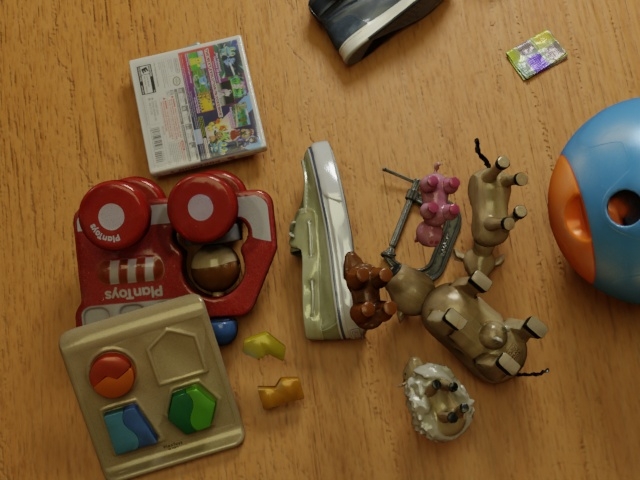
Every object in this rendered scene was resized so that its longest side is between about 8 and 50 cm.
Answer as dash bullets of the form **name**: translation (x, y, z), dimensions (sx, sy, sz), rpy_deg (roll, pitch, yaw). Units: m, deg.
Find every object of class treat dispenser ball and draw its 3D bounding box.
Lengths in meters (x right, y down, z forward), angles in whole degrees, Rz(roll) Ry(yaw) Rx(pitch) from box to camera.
- **treat dispenser ball**: translation (0.457, -0.054, 1.572), dimensions (0.288, 0.288, 0.288), rpy_deg (-1, 71, 4)

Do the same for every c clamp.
- **c clamp**: translation (0.139, -0.018, 1.727), dimensions (0.137, 0.022, 0.161), rpy_deg (16, 73, 2)

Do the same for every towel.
- **towel**: translation (0.340, -0.293, 1.810), dimensions (0.083, 0.009, 0.060), rpy_deg (-29, 73, -6)

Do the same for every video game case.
- **video game case**: translation (-0.192, -0.210, 1.787), dimensions (0.183, 0.023, 0.201), rpy_deg (-13, 70, 0)

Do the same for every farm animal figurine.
- **farm animal figurine**: translation (0.187, 0.071, 1.617), dimensions (0.330, 0.172, 0.327), rpy_deg (-33, 88, -19)

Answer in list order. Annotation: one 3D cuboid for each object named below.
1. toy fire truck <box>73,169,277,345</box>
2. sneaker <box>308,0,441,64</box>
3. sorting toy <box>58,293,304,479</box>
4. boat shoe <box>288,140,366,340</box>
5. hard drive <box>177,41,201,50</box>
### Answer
- **toy fire truck**: translation (-0.212, 0.030, 1.677), dimensions (0.302, 0.169, 0.254), rpy_deg (-4, 95, 3)
- **sneaker**: translation (0.087, -0.405, 1.825), dimensions (0.226, 0.086, 0.163), rpy_deg (-34, 75, -6)
- **sorting toy**: translation (-0.190, 0.197, 1.619), dimensions (0.307, 0.041, 0.229), rpy_deg (-17, 99, -2)
- **boat shoe**: translation (0.000, 0.000, 1.685), dimensions (0.094, 0.109, 0.302), rpy_deg (-10, 74, 3)
- **hard drive**: translation (-0.209, -0.240, 1.823), dimensions (0.094, 0.022, 0.135), rpy_deg (-24, 71, -4)
